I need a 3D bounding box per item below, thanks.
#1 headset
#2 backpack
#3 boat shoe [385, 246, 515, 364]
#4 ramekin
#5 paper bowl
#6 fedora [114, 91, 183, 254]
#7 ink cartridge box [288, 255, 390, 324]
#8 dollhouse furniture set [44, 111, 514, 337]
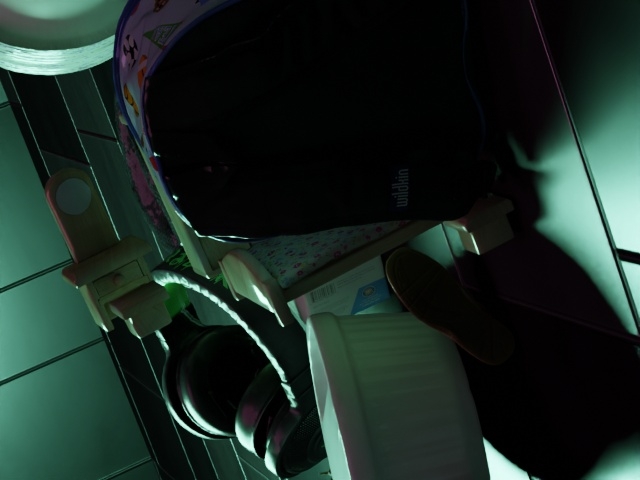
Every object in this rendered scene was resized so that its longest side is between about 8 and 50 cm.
[{"bbox_3d":[-0.046,0.158,1.955,0.243,0.185,0.394,20,140,46],"label":"headset"},{"bbox_3d":[-0.026,-0.133,1.370,0.213,0.263,0.276,44,154,54],"label":"backpack"},{"bbox_3d":[0.108,0.058,1.543,0.135,0.050,0.045,44,177,-5],"label":"boat shoe"},{"bbox_3d":[0.075,0.189,1.665,0.273,0.127,0.273,167,90,-86],"label":"ramekin"},{"bbox_3d":[-0.302,-0.335,1.948,0.284,0.284,0.148,65,164,6],"label":"paper bowl"},{"bbox_3d":[-0.132,-0.092,1.966,0.334,0.152,0.334,59,163,31],"label":"fedora"},{"bbox_3d":[0.000,0.000,1.798,0.090,0.092,0.143,45,153,54],"label":"ink cartridge box"},{"bbox_3d":[-0.059,-0.037,1.522,0.174,0.303,0.355,67,164,-16],"label":"dollhouse furniture set"}]
